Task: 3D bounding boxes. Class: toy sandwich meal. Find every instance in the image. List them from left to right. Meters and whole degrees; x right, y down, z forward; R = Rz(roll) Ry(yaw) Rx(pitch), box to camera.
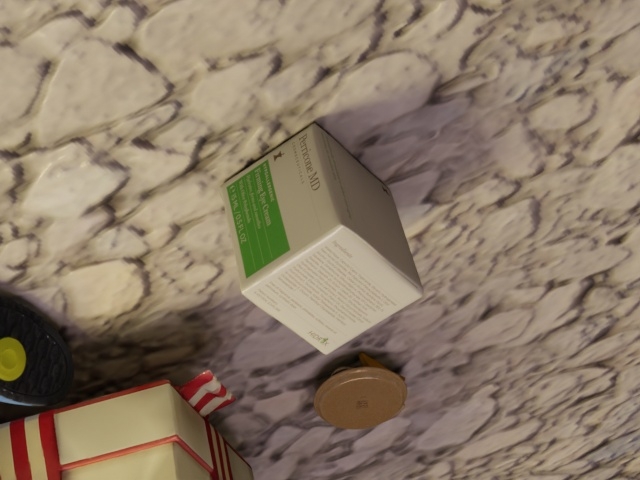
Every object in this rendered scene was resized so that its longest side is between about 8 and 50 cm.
[{"bbox_3d":[0.034,0.124,1.139,0.086,0.029,0.085,-5,135,-5],"label":"toy sandwich meal"}]

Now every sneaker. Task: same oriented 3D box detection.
[{"bbox_3d":[-0.271,0.071,0.978,0.082,0.069,0.209,-11,156,42],"label":"sneaker"}]

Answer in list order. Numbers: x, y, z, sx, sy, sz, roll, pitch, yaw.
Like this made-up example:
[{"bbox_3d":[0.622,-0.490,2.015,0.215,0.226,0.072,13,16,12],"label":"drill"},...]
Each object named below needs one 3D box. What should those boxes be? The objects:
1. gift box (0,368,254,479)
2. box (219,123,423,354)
[{"bbox_3d":[-0.164,0.242,1.034,0.255,0.258,0.276,-14,151,2],"label":"gift box"},{"bbox_3d":[0.000,0.000,0.937,0.087,0.101,0.102,-32,135,18],"label":"box"}]
